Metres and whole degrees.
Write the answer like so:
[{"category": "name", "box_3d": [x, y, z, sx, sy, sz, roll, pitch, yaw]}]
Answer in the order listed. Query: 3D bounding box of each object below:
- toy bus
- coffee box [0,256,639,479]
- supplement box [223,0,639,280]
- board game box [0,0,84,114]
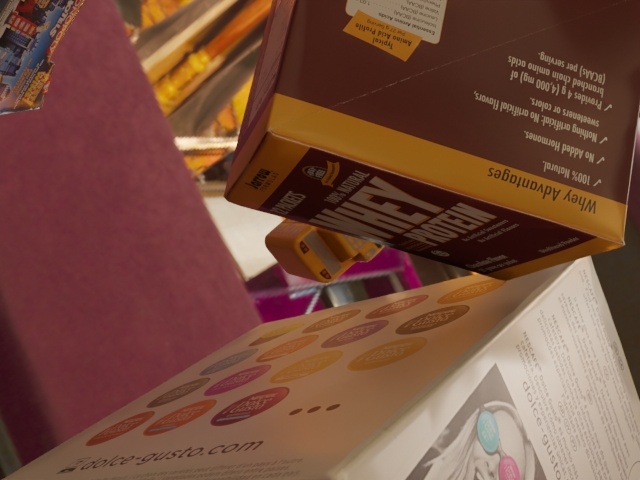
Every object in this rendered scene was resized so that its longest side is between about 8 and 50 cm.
[{"category": "toy bus", "box_3d": [0.000, 0.000, 1.561, 0.108, 0.130, 0.332, 52, -11, -10]}, {"category": "coffee box", "box_3d": [0.034, 0.241, 0.596, 0.334, 0.337, 0.338, -27, 98, -50]}, {"category": "supplement box", "box_3d": [0.067, -0.101, 0.483, 0.191, 0.129, 0.194, 16, 75, -12]}, {"category": "board game box", "box_3d": [-0.317, -0.203, 0.862, 0.060, 0.194, 0.194, 32, 2, 1]}]
